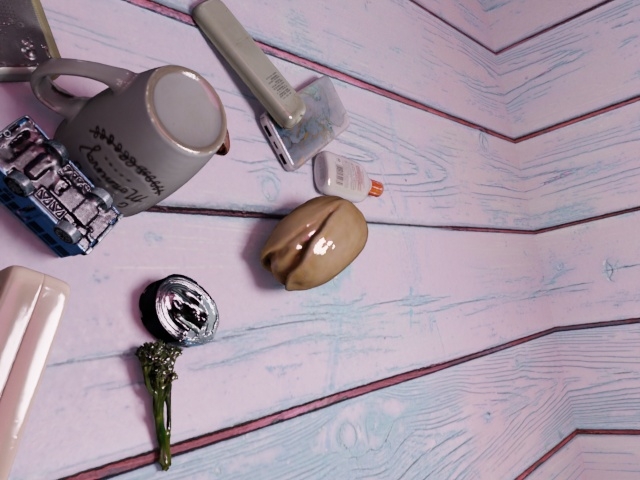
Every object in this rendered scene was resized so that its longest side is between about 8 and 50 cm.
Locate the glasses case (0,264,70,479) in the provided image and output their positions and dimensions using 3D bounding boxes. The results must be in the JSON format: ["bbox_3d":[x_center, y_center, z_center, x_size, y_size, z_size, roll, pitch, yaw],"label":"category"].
[{"bbox_3d":[-0.393,0.200,0.611,0.076,0.143,0.337,31,57,-39],"label":"glasses case"}]

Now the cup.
[{"bbox_3d":[-0.286,-0.174,0.789,0.258,0.234,0.187,41,50,-30],"label":"cup"}]

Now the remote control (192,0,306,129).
[{"bbox_3d":[-0.143,-0.369,1.125,0.310,0.038,0.090,49,49,-12],"label":"remote control"}]

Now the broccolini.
[{"bbox_3d":[-0.237,0.253,0.833,0.073,0.058,0.202,-6,82,-42],"label":"broccolini"}]

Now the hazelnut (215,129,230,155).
[{"bbox_3d":[-0.205,-0.194,1.002,0.086,0.086,0.087,18,64,-44],"label":"hazelnut"}]

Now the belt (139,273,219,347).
[{"bbox_3d":[-0.229,0.119,0.886,0.140,0.058,0.105,45,49,-30],"label":"belt"}]

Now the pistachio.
[{"bbox_3d":[0.000,0.000,1.110,0.162,0.182,0.293,35,38,12],"label":"pistachio"}]

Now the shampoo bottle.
[{"bbox_3d":[0.074,-0.146,1.319,0.220,0.051,0.108,11,69,-46],"label":"shampoo bottle"}]

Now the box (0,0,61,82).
[{"bbox_3d":[-0.500,-0.354,0.748,0.210,0.045,0.271,-21,94,-51],"label":"box"}]

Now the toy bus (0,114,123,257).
[{"bbox_3d":[-0.379,-0.068,0.742,0.185,0.106,0.090,55,47,-29],"label":"toy bus"}]

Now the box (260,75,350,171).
[{"bbox_3d":[-0.028,-0.278,1.257,0.285,0.044,0.142,-47,117,-45],"label":"box"}]
